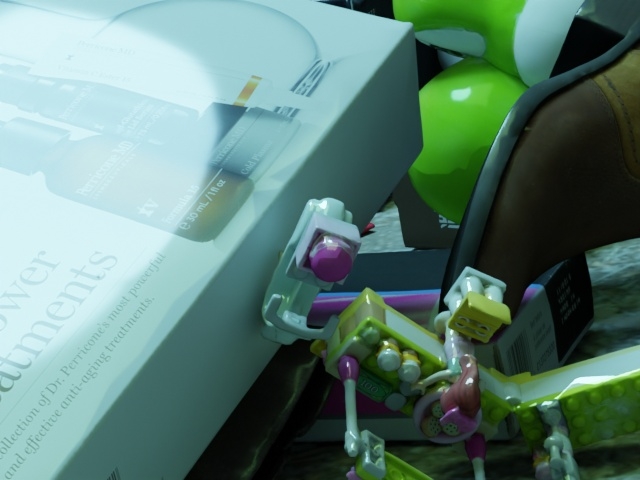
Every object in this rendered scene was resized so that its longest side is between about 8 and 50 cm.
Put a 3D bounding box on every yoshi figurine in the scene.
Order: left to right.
[{"bbox_3d":[0.205,-0.058,1.182,0.362,0.203,0.203,19,59,8],"label":"yoshi figurine"}]

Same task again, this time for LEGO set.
[{"bbox_3d":[0.107,0.081,0.911,0.287,0.132,0.107,13,33,-9],"label":"LEGO set"}]

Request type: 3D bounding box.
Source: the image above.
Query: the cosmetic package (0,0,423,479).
[{"bbox_3d":[-0.156,-0.004,0.973,0.284,0.097,0.377,15,46,24],"label":"cosmetic package"}]

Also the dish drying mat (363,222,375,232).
[{"bbox_3d":[0.000,0.000,1.432,0.083,0.008,0.032,-20,19,-35],"label":"dish drying mat"}]

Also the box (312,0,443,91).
[{"bbox_3d":[-0.057,-0.142,1.646,0.296,0.182,0.294,-3,18,19],"label":"box"}]

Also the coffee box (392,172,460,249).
[{"bbox_3d":[0.179,-0.073,1.405,0.141,0.098,0.246,3,19,44],"label":"coffee box"}]

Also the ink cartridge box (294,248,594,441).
[{"bbox_3d":[-0.037,0.063,1.140,0.371,0.069,0.176,-6,16,24],"label":"ink cartridge box"}]

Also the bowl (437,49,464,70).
[{"bbox_3d":[0.179,-0.146,1.671,0.142,0.053,0.142,43,44,22],"label":"bowl"}]

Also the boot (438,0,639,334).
[{"bbox_3d":[0.226,0.003,1.013,0.280,0.096,0.264,29,51,10],"label":"boot"}]

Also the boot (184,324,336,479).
[{"bbox_3d":[-0.130,0.102,0.980,0.207,0.090,0.248,18,53,27],"label":"boot"}]
